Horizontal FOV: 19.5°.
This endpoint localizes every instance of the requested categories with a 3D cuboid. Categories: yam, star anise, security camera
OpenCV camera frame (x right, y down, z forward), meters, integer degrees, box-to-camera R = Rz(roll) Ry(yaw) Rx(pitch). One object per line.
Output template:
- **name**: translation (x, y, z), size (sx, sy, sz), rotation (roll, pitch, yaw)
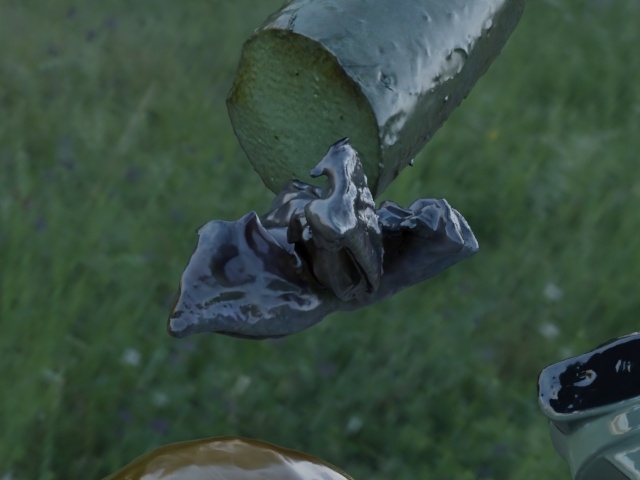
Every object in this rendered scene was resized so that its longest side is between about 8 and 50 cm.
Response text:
- **yam**: translation (0.043, -0.145, 1.431), size (0.161, 0.161, 0.268), rotation (34, 48, 9)
- **star anise**: translation (-0.001, 0.000, 1.221), size (0.257, 0.198, 0.111), rotation (-9, 84, -73)
- **security camera**: translation (0.301, 0.228, 1.527), size (0.191, 0.197, 0.277), rotation (49, 28, -46)

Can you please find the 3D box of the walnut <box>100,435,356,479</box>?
- **walnut**: translation (-0.020, 0.222, 0.856), size (0.203, 0.203, 0.298), rotation (11, 38, -49)
